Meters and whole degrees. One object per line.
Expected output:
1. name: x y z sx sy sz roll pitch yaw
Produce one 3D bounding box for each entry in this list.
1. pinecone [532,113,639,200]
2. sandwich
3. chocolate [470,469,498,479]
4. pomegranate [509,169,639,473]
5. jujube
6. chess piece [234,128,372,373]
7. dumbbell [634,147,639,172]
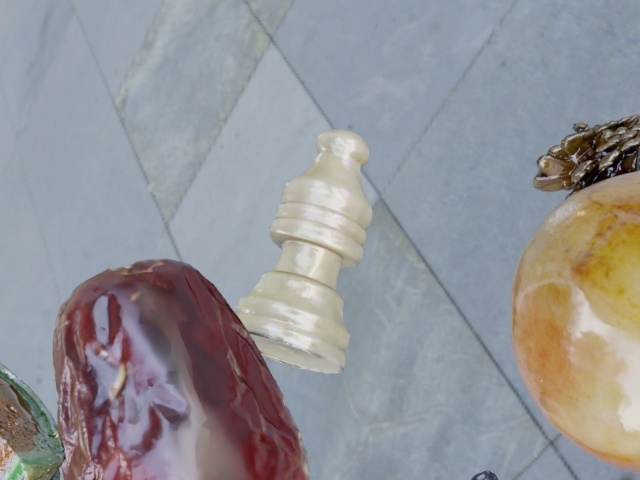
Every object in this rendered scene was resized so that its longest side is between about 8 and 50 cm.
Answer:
1. pinecone: 0.364 -0.069 1.049 0.195 0.179 0.149 30 132 54
2. sandwich: -0.139 0.075 0.368 0.026 0.069 0.101 -49 30 -8
3. chocolate: 0.181 0.415 0.908 0.126 0.148 0.343 3 82 12
4. pomegranate: 0.265 0.050 0.686 0.270 0.252 0.228 37 147 60
5. jujube: -0.132 0.178 0.808 0.223 0.223 0.317 -33 73 43
6. chess piece: 0.000 0.000 1.101 0.139 0.124 0.307 1 65 39
7. dumbbell: 0.430 -0.045 0.843 0.152 0.218 0.152 -49 15 18
